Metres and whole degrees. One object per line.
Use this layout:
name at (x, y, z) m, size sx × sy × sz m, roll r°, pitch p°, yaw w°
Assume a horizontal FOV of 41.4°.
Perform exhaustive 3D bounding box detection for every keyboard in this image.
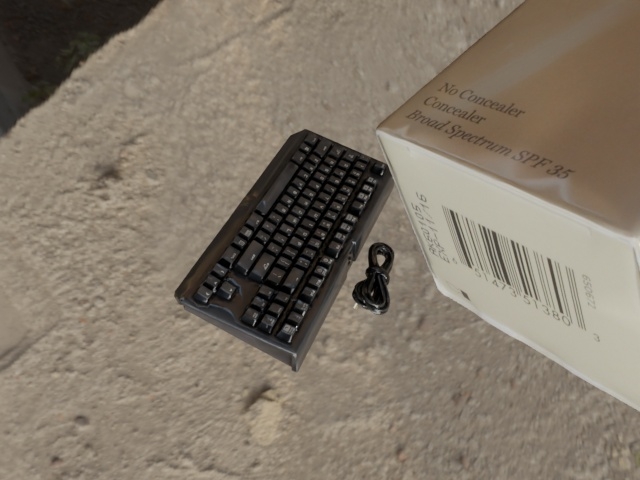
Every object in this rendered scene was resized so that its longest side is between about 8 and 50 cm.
keyboard at (0.000, 0.000, 0.507) m, size 0.108 × 0.180 × 0.023 m, roll 28°, pitch 135°, yaw 2°

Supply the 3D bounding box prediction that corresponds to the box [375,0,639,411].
box at (0.194, -0.083, 0.407) m, size 0.311 × 0.121 × 0.148 m, roll -43°, pitch 43°, yaw -17°
